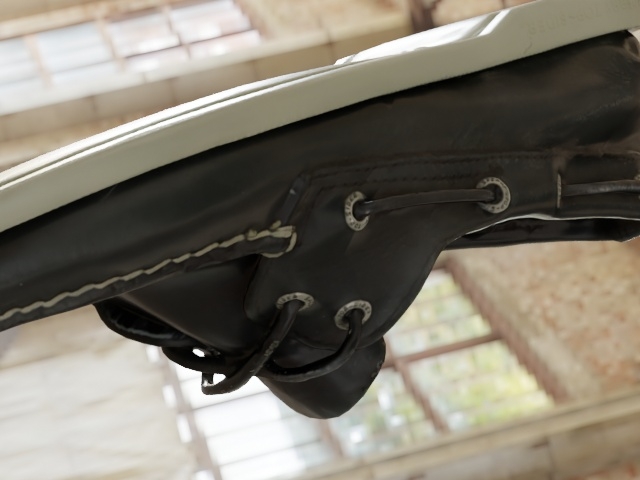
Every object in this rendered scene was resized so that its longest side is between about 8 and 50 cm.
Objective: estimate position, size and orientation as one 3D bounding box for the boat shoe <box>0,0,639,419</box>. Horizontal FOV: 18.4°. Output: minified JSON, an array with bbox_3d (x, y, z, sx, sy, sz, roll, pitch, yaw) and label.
[{"bbox_3d":[-0.002,0.000,0.662,0.127,0.340,0.113,-13,-84,46],"label":"boat shoe"}]
